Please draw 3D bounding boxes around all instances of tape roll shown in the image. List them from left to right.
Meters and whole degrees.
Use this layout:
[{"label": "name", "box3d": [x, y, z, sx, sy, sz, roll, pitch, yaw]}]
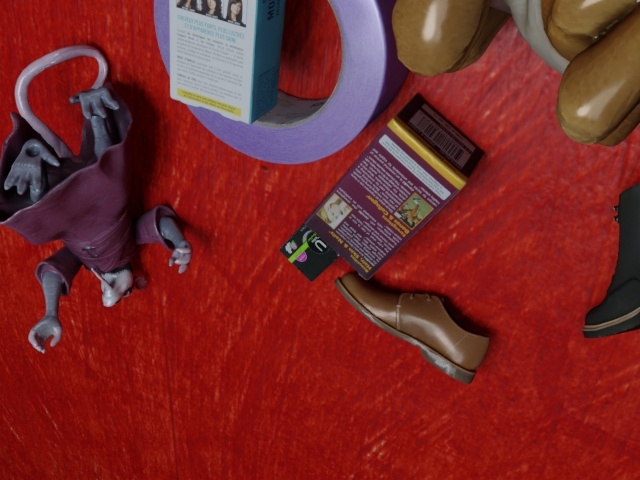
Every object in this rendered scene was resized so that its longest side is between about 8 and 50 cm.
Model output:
[{"label": "tape roll", "box3d": [-0.041, -0.224, 0.785, 0.275, 0.090, 0.274, 15, 125, 22]}]

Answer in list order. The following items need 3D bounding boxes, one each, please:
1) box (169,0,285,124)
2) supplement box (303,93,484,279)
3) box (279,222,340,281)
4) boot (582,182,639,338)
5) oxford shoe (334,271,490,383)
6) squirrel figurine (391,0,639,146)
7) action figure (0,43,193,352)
[{"label": "box", "box3d": [-0.089, -0.243, 0.701, 0.101, 0.060, 0.244, 21, 128, 17]}, {"label": "supplement box", "box3d": [0.080, -0.057, 0.826, 0.104, 0.081, 0.188, 42, 131, 0]}, {"label": "box", "box3d": [0.000, 0.000, 0.928, 0.062, 0.052, 0.083, 44, 130, -1]}, {"label": "boot", "box3d": [0.323, 0.020, 0.753, 0.198, 0.077, 0.137, 127, 131, -65]}, {"label": "oxford shoe", "box3d": [0.116, 0.091, 0.922, 0.212, 0.076, 0.076, 31, 100, 13]}, {"label": "squirrel figurine", "box3d": [0.166, -0.308, 0.541, 0.370, 0.281, 0.397, 40, 117, 16]}, {"label": "action figure", "box3d": [-0.333, -0.031, 1.014, 0.275, 0.248, 0.370, 60, 165, 28]}]
